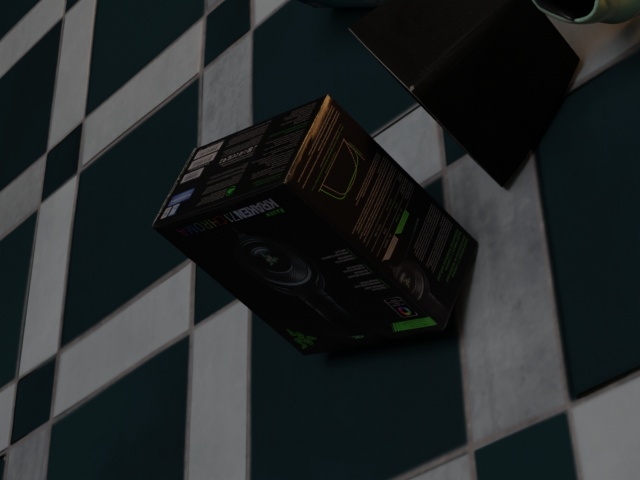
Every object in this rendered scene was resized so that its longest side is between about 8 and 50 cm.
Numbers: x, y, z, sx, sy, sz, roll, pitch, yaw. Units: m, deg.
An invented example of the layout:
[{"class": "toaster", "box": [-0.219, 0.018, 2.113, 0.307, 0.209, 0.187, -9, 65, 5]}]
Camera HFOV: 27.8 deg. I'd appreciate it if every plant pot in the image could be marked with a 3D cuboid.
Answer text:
[{"class": "plant pot", "box": [0.177, -0.207, 1.462, 0.167, 0.188, 0.187, -43, 37, 7]}]

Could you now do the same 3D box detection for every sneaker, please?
[{"class": "sneaker", "box": [0.230, -0.326, 1.376, 0.256, 0.151, 0.094, 45, 123, 17]}]

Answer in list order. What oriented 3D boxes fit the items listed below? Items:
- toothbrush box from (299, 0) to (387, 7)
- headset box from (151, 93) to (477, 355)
[{"class": "toothbrush box", "box": [0.064, -0.434, 1.739, 0.295, 0.126, 0.216, 10, 87, 50]}, {"class": "headset box", "box": [0.000, 0.000, 1.467, 0.246, 0.283, 0.131, -15, 41, 47]}]
